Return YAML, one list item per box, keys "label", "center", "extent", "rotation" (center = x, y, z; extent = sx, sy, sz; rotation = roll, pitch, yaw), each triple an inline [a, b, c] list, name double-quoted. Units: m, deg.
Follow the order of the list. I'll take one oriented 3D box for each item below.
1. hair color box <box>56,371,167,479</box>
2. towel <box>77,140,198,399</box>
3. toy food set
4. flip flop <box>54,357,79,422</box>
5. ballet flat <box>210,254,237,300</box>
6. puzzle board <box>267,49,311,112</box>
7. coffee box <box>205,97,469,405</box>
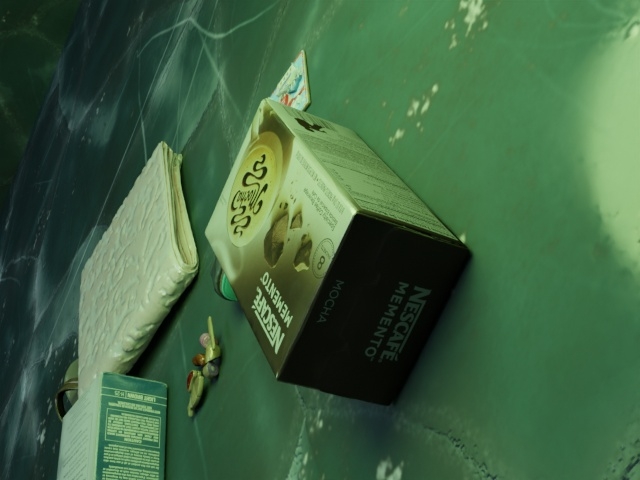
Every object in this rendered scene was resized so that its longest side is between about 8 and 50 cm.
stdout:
- label: "hair color box"
  center: [-0.289, 0.374, 1.319]
  extent: [0.174, 0.105, 0.347]
  rotation: [-46, 37, 45]
- label: "towel"
  center: [-0.297, 0.055, 1.554]
  extent: [0.332, 0.053, 0.317]
  rotation: [-53, 32, 29]
- label: "toy food set"
  center: [-0.149, 0.161, 1.262]
  extent: [0.078, 0.019, 0.122]
  rotation: [-106, 32, -47]
- label: "flip flop"
  center: [-0.392, 0.273, 1.607]
  extent: [0.112, 0.080, 0.277]
  rotation: [-67, 27, 15]
- label: "ballet flat"
  center: [-0.087, -0.026, 1.187]
  extent: [0.074, 0.074, 0.203]
  rotation: [46, 120, 60]
- label: "puzzle board"
  center: [-0.051, -0.170, 1.257]
  extent: [0.128, 0.011, 0.096]
  rotation: [-48, 36, 41]
- label: "coffee box"
  center: [0.000, 0.000, 0.938]
  extent: [0.168, 0.119, 0.297]
  rotation: [-64, 27, 17]
